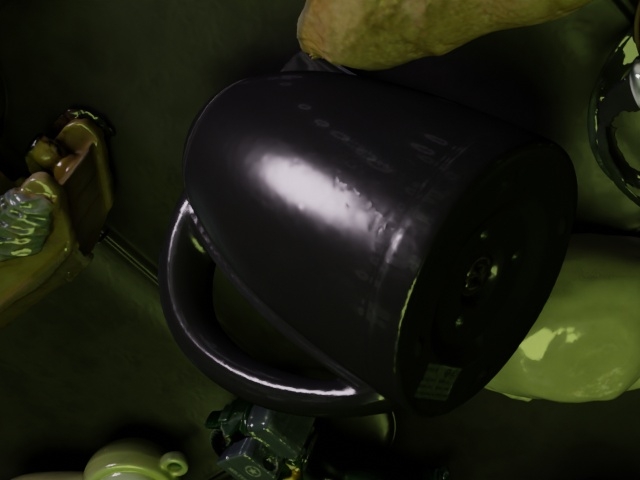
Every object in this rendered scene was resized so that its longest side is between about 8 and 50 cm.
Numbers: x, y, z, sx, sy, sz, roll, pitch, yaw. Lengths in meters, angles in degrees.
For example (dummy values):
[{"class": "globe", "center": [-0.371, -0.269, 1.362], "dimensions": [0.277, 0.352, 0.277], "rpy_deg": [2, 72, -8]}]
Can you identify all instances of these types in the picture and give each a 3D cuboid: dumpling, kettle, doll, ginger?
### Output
[{"class": "dumpling", "center": [0.204, 0.072, 0.946], "dimensions": [0.250, 0.132, 0.162], "rpy_deg": [-12, 120, 0]}, {"class": "kettle", "center": [0.000, 0.000, 0.854], "dimensions": [0.290, 0.207, 0.268], "rpy_deg": [28, 91, 32]}, {"class": "doll", "center": [-0.258, 0.294, 1.240], "dimensions": [0.296, 0.117, 0.141], "rpy_deg": [-28, 119, 31]}, {"class": "ginger", "center": [0.121, -0.213, 0.742], "dimensions": [0.354, 0.126, 0.190], "rpy_deg": [-26, 83, 36]}]

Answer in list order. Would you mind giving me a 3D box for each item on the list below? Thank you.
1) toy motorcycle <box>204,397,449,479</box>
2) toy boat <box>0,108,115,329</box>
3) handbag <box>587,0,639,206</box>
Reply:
[{"class": "toy motorcycle", "center": [0.017, 0.243, 1.132], "dimensions": [0.274, 0.125, 0.187], "rpy_deg": [41, 135, -17]}, {"class": "toy boat", "center": [-0.361, 0.029, 1.054], "dimensions": [0.445, 0.136, 0.162], "rpy_deg": [-33, 114, 33]}, {"class": "handbag", "center": [0.320, -0.092, 0.774], "dimensions": [0.283, 0.149, 0.302], "rpy_deg": [-16, 121, 29]}]
